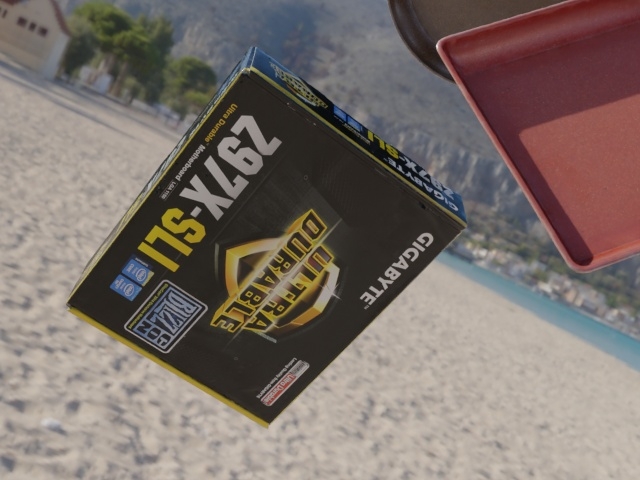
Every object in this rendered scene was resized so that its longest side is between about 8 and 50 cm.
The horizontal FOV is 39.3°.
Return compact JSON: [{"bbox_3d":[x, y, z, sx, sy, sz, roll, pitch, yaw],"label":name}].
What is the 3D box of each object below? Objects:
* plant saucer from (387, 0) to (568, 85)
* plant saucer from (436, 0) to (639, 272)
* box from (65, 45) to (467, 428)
[{"bbox_3d":[0.247,-0.364,1.246,0.311,0.310,0.050,25,21,1],"label":"plant saucer"},{"bbox_3d":[0.267,-0.105,0.785,0.047,0.259,0.258,90,-21,-60],"label":"plant saucer"},{"bbox_3d":[-0.058,0.010,0.890,0.257,0.322,0.079,36,25,-15],"label":"box"}]
